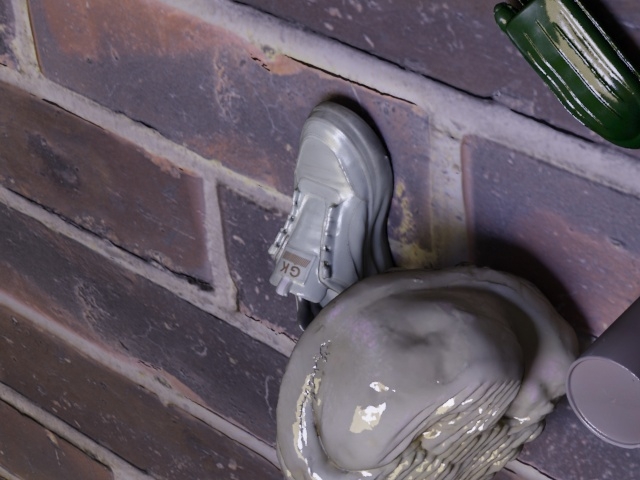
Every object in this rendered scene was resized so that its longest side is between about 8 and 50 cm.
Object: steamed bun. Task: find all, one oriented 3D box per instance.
[{"bbox_3d":[0.099,0.147,1.816,0.339,0.352,0.247,-55,52,40],"label":"steamed bun"}]

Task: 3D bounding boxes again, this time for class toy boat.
[{"bbox_3d":[0.249,-0.171,1.578,0.210,0.052,0.104,50,143,1],"label":"toy boat"}]

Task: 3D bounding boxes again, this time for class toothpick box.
[{"bbox_3d":[0.335,0.111,1.618,0.111,0.181,0.111,28,137,30],"label":"toothpick box"}]

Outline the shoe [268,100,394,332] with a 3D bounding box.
[{"bbox_3d":[0.000,0.000,1.921,0.124,0.159,0.316,21,137,38],"label":"shoe"}]
